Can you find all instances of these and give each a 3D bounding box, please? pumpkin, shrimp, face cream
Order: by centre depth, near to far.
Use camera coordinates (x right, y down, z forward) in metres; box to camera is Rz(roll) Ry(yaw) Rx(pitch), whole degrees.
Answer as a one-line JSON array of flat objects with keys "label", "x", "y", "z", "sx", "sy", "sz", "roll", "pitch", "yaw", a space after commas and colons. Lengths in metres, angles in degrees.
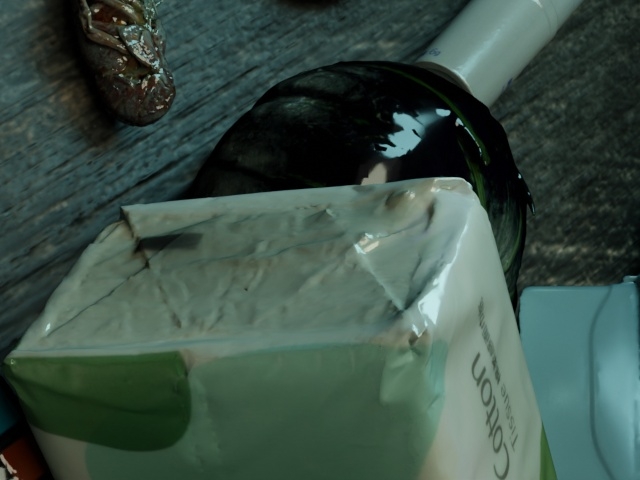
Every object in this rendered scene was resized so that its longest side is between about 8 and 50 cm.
[{"label": "pumpkin", "x": 0.000, "y": 0.000, "z": 1.337, "sx": 0.296, "sy": 0.296, "sz": 0.296, "roll": 9, "pitch": 73, "yaw": -31}, {"label": "shrimp", "x": -0.155, "y": -0.179, "z": 1.383, "sx": 0.073, "sy": 0.075, "sz": 0.190, "roll": -15, "pitch": 73, "yaw": -3}, {"label": "face cream", "x": 0.172, "y": -0.199, "z": 1.591, "sx": 0.077, "sy": 0.077, "sz": 0.250, "roll": 49, "pitch": 58, "yaw": -13}]

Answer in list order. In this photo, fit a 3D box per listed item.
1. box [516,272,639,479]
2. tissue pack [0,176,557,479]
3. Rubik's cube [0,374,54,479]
[{"label": "box", "x": 0.204, "y": 0.145, "z": 1.351, "sx": 0.130, "sy": 0.162, "sz": 0.227, "roll": 3, "pitch": 52, "yaw": 2}, {"label": "tissue pack", "x": 0.000, "y": 0.152, "z": 1.125, "sx": 0.194, "sy": 0.266, "sz": 0.356, "roll": -63, "pitch": 143, "yaw": -50}, {"label": "Rubik's cube", "x": -0.300, "y": 0.134, "z": 1.126, "sx": 0.182, "sy": 0.184, "sz": 0.187, "roll": -37, "pitch": 96, "yaw": -31}]
